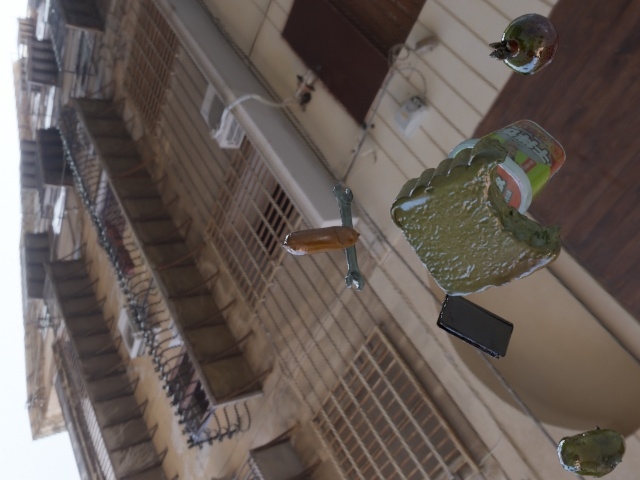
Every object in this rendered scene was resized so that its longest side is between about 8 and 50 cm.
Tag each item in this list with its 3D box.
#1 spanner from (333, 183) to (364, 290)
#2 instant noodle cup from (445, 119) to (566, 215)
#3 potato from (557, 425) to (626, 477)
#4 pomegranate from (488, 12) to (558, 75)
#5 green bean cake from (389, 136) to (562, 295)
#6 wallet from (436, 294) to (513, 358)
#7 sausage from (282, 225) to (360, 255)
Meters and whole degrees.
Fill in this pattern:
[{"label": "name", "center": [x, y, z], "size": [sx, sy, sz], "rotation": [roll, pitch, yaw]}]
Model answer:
[{"label": "spanner", "center": [0.075, -0.013, 1.587], "size": [0.071, 0.018, 0.301], "rotation": [10, -114, -40]}, {"label": "instant noodle cup", "center": [0.539, -0.197, 1.733], "size": [0.294, 0.293, 0.308], "rotation": [43, -129, 20]}, {"label": "potato", "center": [0.573, 0.448, 1.252], "size": [0.188, 0.105, 0.085], "rotation": [13, 179, -30]}, {"label": "pomegranate", "center": [0.443, -0.431, 1.287], "size": [0.159, 0.129, 0.129], "rotation": [2, -138, -47]}, {"label": "green bean cake", "center": [0.275, -0.040, 1.043], "size": [0.236, 0.233, 0.124], "rotation": [55, -147, -14]}, {"label": "wallet", "center": [0.403, 0.220, 1.550], "size": [0.198, 0.031, 0.110], "rotation": [29, -116, -4]}, {"label": "sausage", "center": [0.000, 0.000, 1.292], "size": [0.183, 0.054, 0.062], "rotation": [-10, -116, -27]}]
